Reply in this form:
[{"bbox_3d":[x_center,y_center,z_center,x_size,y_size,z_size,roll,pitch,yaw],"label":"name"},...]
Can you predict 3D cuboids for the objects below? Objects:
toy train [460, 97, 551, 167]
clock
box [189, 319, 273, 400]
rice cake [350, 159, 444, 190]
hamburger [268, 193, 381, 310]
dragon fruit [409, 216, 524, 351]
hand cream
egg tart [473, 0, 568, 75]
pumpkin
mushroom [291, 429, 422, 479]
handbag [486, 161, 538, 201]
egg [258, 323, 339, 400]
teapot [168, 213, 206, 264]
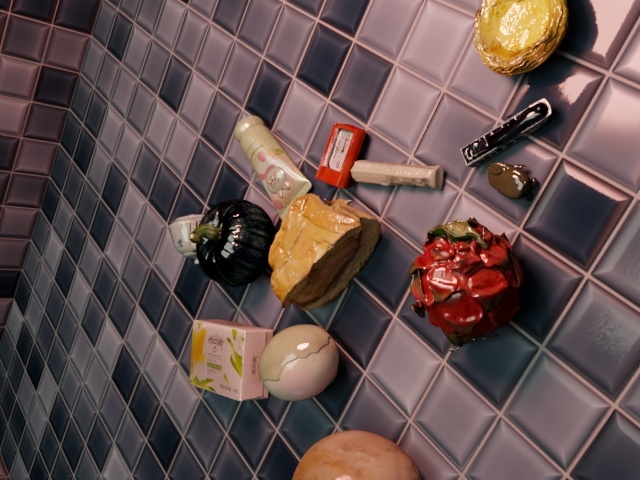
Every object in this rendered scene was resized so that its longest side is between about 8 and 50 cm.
[{"bbox_3d":[0.377,-0.215,1.381,0.207,0.047,0.043,-33,65,39],"label":"toy train"},{"bbox_3d":[0.057,-0.211,1.704,0.113,0.061,0.155,30,105,56],"label":"clock"},{"bbox_3d":[-0.258,0.335,1.954,0.260,0.111,0.195,1,87,48],"label":"box"},{"bbox_3d":[0.173,-0.152,1.588,0.256,0.052,0.057,12,121,46],"label":"rice cake"},{"bbox_3d":[-0.003,-0.002,1.679,0.330,0.162,0.209,-52,50,33],"label":"hamburger"},{"bbox_3d":[0.289,0.095,1.355,0.233,0.233,0.293,40,151,41],"label":"dragon fruit"},{"bbox_3d":[-0.137,-0.215,1.903,0.147,0.093,0.306,-48,64,32],"label":"hand cream"},{"bbox_3d":[0.399,-0.425,1.346,0.212,0.090,0.213,-6,81,44],"label":"egg tart"},{"bbox_3d":[-0.258,-0.001,1.886,0.248,0.248,0.248,-5,83,46],"label":"pumpkin"},{"bbox_3d":[0.077,0.578,1.487,0.292,0.292,0.290,10,111,46],"label":"mushroom"},{"bbox_3d":[0.376,-0.124,1.373,0.111,0.047,0.072,38,119,41],"label":"handbag"},{"bbox_3d":[-0.047,0.295,1.679,0.217,0.183,0.183,-45,56,46],"label":"egg"},{"bbox_3d":[-0.374,0.002,2.070,0.232,0.158,0.159,128,140,-81],"label":"teapot"}]
